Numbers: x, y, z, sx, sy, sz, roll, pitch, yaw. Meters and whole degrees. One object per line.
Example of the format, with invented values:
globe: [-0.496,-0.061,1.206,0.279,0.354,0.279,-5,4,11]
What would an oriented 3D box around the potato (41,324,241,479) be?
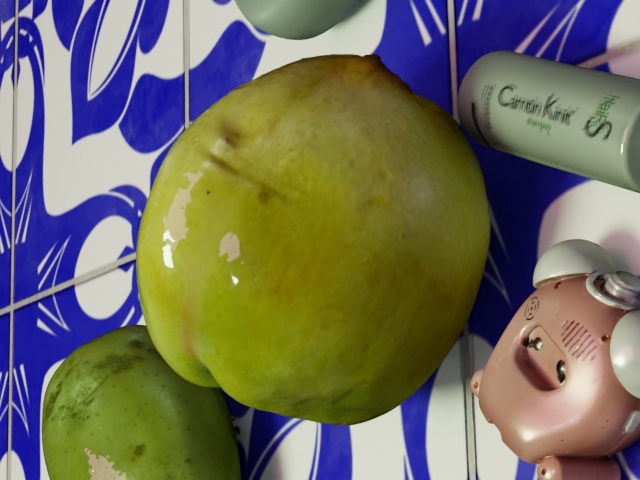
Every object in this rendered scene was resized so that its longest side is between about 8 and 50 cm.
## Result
potato: [-0.189,0.225,1.762,0.216,0.216,0.304,-55,33,35]

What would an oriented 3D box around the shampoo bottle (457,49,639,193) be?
shampoo bottle: [0.217,-0.091,1.320,0.262,0.085,0.085,24,104,55]

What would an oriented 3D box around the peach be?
peach: [-0.001,0.006,1.448,0.281,0.314,0.316,31,87,22]

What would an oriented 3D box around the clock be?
clock: [0.199,0.094,1.306,0.162,0.092,0.166,-63,37,22]

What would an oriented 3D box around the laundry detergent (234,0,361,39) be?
laundry detergent: [0.046,-0.398,1.607,0.398,0.124,0.264,-40,51,44]
